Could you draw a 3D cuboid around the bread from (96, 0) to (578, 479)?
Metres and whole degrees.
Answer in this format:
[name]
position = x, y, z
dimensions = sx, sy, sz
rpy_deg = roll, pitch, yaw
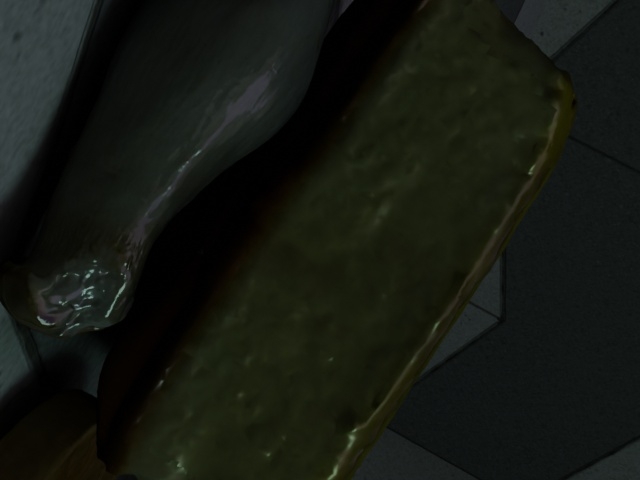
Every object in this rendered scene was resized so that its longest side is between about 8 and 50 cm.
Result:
[bread]
position = 0.000, 0.000, 0.851
dimensions = 0.323, 0.143, 0.333
rpy_deg = -56, -174, -1

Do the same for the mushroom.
[mushroom]
position = -0.074, -0.048, 0.678
dimensions = 0.225, 0.093, 0.116
rpy_deg = -64, -168, -16

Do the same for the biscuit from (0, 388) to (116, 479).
[biscuit]
position = -0.226, 0.233, 0.796
dimensions = 0.355, 0.052, 0.275
rpy_deg = -57, 170, -33
